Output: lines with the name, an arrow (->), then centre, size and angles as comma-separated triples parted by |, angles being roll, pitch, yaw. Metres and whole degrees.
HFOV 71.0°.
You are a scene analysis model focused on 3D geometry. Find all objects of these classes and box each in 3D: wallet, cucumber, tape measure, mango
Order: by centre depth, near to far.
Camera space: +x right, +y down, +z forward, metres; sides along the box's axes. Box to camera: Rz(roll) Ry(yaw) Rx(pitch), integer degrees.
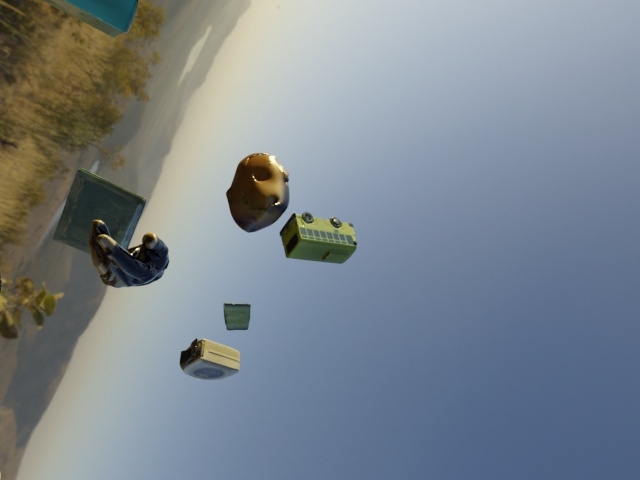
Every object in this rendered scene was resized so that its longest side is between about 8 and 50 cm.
mango -> -0.197, -0.161, 1.444 | 0.153, 0.201, 0.287 | 110, -10, -52
wallet -> -0.774, -0.075, 1.580 | 0.291, 0.251, 0.054 | -60, -167, 15
cucumber -> -0.346, 0.307, 1.850 | 0.062, 0.115, 0.117 | -141, -123, -68
tape measure -> -0.519, 0.525, 1.996 | 0.231, 0.271, 0.133 | -25, -128, 30

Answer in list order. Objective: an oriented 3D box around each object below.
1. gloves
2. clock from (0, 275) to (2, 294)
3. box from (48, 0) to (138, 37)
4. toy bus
gloves -> -0.491, 0.039, 1.159 | 0.301, 0.197, 0.152 | 72, -2, -61
clock -> -0.740, 0.083, 0.859 | 0.042, 0.215, 0.215 | -37, -150, 26
box -> -0.645, -0.655, 1.145 | 0.205, 0.311, 0.118 | 27, -84, 54
toy bus -> 0.000, 0.000, 1.622 | 0.128, 0.262, 0.150 | -50, -137, 40
